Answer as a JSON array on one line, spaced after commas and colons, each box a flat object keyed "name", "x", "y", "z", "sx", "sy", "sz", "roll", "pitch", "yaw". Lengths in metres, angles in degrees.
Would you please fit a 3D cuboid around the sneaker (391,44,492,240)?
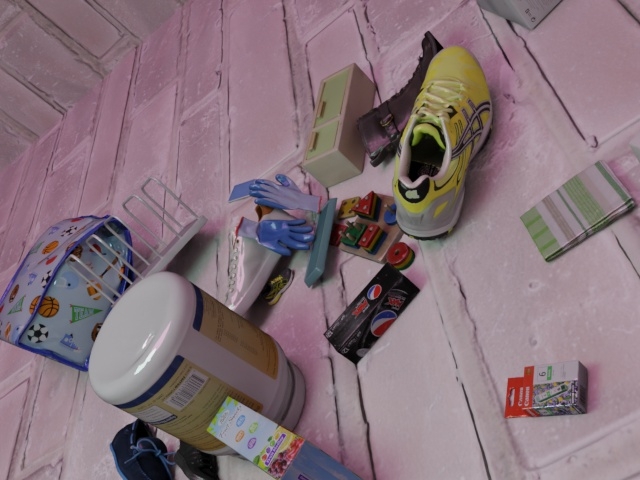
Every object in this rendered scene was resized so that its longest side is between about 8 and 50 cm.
[{"name": "sneaker", "x": 0.216, "y": -0.194, "z": 1.288, "sx": 0.145, "sy": 0.147, "sz": 0.385, "roll": 5, "pitch": 64, "yaw": 17}]

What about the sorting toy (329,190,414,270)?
[{"name": "sorting toy", "x": 0.093, "y": -0.036, "z": 1.400, "sx": 0.274, "sy": 0.046, "sz": 0.132, "roll": 19, "pitch": 73, "yaw": 54}]

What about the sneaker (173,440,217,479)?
[{"name": "sneaker", "x": -0.220, "y": 0.381, "z": 1.356, "sx": 0.170, "sy": 0.051, "sz": 0.089, "roll": 14, "pitch": 74, "yaw": 57}]

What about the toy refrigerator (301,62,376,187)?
[{"name": "toy refrigerator", "x": 0.041, "y": -0.257, "z": 1.625, "sx": 0.102, "sy": 0.094, "sz": 0.270, "roll": -20, "pitch": 45, "yaw": 36}]

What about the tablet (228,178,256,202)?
[{"name": "tablet", "x": -0.194, "y": -0.123, "z": 1.842, "sx": 0.083, "sy": 0.006, "sz": 0.054, "roll": -12, "pitch": 49, "yaw": 41}]

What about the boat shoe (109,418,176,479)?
[{"name": "boat shoe", "x": -0.339, "y": 0.409, "z": 1.419, "sx": 0.089, "sy": 0.109, "sz": 0.258, "roll": -52, "pitch": 36, "yaw": -9}]

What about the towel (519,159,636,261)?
[{"name": "towel", "x": 0.381, "y": -0.044, "z": 1.110, "sx": 0.152, "sy": 0.023, "sz": 0.113, "roll": -38, "pitch": 34, "yaw": 21}]

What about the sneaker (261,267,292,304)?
[{"name": "sneaker", "x": -0.087, "y": 0.089, "z": 1.495, "sx": 0.031, "sy": 0.035, "sz": 0.083, "roll": 15, "pitch": 70, "yaw": 52}]

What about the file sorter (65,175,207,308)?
[{"name": "file sorter", "x": -0.439, "y": 0.005, "z": 1.762, "sx": 0.278, "sy": 0.173, "sz": 0.193, "roll": -50, "pitch": 13, "yaw": -20}]

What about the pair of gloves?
[{"name": "pair of gloves", "x": -0.080, "y": -0.057, "z": 1.510, "sx": 0.023, "sy": 0.159, "sz": 0.198, "roll": 102, "pitch": -179, "yaw": -53}]

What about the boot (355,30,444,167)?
[{"name": "boot", "x": 0.167, "y": -0.293, "z": 1.521, "sx": 0.229, "sy": 0.091, "sz": 0.263, "roll": -29, "pitch": 42, "yaw": 27}]

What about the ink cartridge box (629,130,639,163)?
[{"name": "ink cartridge box", "x": 0.530, "y": -0.125, "z": 0.955, "sx": 0.148, "sy": 0.086, "sz": 0.203, "roll": -49, "pitch": 35, "yaw": 2}]

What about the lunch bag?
[{"name": "lunch bag", "x": -0.654, "y": 0.116, "z": 1.938, "sx": 0.327, "sy": 0.238, "sz": 0.386, "roll": 0, "pitch": 65, "yaw": 51}]

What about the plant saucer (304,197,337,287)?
[{"name": "plant saucer", "x": 0.000, "y": 0.000, "z": 1.469, "sx": 0.067, "sy": 0.018, "sz": 0.192, "roll": -50, "pitch": 21, "yaw": 48}]

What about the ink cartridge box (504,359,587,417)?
[{"name": "ink cartridge box", "x": 0.289, "y": 0.197, "z": 0.974, "sx": 0.115, "sy": 0.029, "sz": 0.063, "roll": -16, "pitch": 47, "yaw": 39}]

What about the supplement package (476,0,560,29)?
[{"name": "supplement package", "x": 0.404, "y": -0.592, "z": 1.437, "sx": 0.262, "sy": 0.199, "sz": 0.198, "roll": -45, "pitch": 34, "yaw": 8}]

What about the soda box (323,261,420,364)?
[{"name": "soda box", "x": 0.086, "y": 0.122, "z": 1.252, "sx": 0.169, "sy": 0.053, "sz": 0.060, "roll": -49, "pitch": 35, "yaw": 2}]

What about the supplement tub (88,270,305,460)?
[{"name": "supplement tub", "x": -0.198, "y": 0.221, "z": 1.245, "sx": 0.228, "sy": 0.316, "sz": 0.228, "roll": -29, "pitch": 39, "yaw": 27}]

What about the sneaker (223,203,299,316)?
[{"name": "sneaker", "x": -0.159, "y": 0.050, "z": 1.517, "sx": 0.290, "sy": 0.123, "sz": 0.106, "roll": -61, "pitch": 7, "yaw": -24}]

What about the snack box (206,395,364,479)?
[{"name": "snack box", "x": -0.046, "y": 0.325, "z": 1.103, "sx": 0.207, "sy": 0.174, "sz": 0.070, "roll": 13, "pitch": 64, "yaw": 53}]
